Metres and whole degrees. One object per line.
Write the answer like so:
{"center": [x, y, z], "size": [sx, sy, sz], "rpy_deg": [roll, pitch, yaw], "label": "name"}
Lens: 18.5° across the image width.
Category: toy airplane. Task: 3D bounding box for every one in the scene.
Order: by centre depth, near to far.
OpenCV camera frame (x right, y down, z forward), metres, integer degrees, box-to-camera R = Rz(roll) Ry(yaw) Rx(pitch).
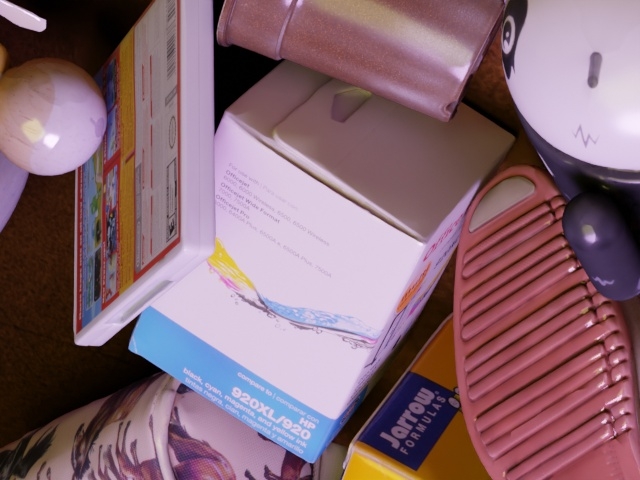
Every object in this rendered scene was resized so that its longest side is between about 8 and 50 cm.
{"center": [-0.293, -0.075, 1.418], "size": [0.272, 0.386, 0.384], "rpy_deg": [4, 117, -3], "label": "toy airplane"}

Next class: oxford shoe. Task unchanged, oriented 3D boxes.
{"center": [0.202, 0.136, 1.299], "size": [0.140, 0.146, 0.397], "rpy_deg": [-32, 68, 42], "label": "oxford shoe"}

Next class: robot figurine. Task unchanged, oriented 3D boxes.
{"center": [0.206, -0.093, 1.200], "size": [0.173, 0.278, 0.209], "rpy_deg": [-26, 64, 9], "label": "robot figurine"}

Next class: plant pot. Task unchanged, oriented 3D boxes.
{"center": [0.040, -0.168, 1.309], "size": [0.165, 0.167, 0.167], "rpy_deg": [28, 128, 3], "label": "plant pot"}

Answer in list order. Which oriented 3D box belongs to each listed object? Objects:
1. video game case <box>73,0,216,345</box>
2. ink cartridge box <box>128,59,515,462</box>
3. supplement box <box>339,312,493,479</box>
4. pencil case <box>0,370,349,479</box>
{"center": [-0.130, -0.053, 1.404], "size": [0.285, 0.025, 0.204], "rpy_deg": [145, 127, -64], "label": "video game case"}
{"center": [0.000, 0.000, 1.418], "size": [0.168, 0.171, 0.233], "rpy_deg": [32, 129, 9], "label": "ink cartridge box"}
{"center": [0.187, 0.249, 1.448], "size": [0.356, 0.195, 0.194], "rpy_deg": [28, 128, 11], "label": "supplement box"}
{"center": [-0.161, 0.219, 1.617], "size": [0.183, 0.160, 0.410], "rpy_deg": [34, 143, -23], "label": "pencil case"}
